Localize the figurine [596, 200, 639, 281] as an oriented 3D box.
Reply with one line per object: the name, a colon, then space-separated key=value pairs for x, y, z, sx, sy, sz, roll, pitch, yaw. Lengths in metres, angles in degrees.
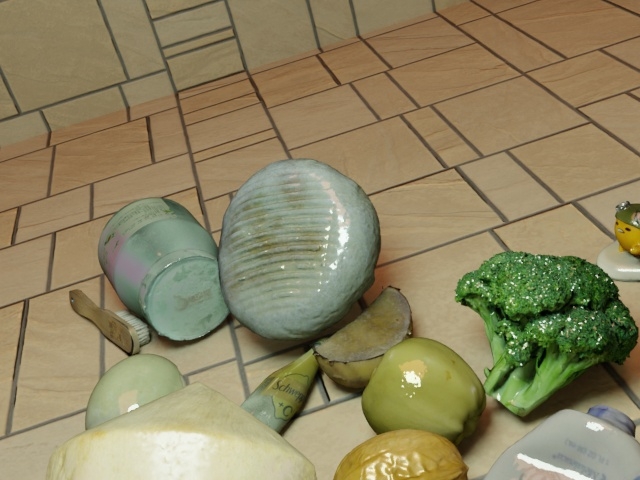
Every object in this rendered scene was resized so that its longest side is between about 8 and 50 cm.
figurine: x=0.654 y=-0.027 z=1.584 sx=0.250 sy=0.141 sz=0.166 roll=-20 pitch=30 yaw=-7

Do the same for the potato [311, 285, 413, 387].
potato: x=0.108 y=0.194 z=1.519 sx=0.138 sy=0.098 sz=0.243 roll=17 pitch=41 yaw=40

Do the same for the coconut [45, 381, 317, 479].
coconut: x=-0.183 y=0.388 z=1.110 sx=0.415 sy=0.344 sz=0.415 roll=-2 pitch=58 yaw=3

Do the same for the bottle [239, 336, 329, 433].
bottle: x=-0.059 y=0.265 z=1.492 sx=0.083 sy=0.083 sz=0.270 roll=9 pitch=38 yaw=34

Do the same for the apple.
apple: x=0.163 y=0.250 z=1.328 sx=0.200 sy=0.200 sz=0.200 roll=-11 pitch=32 yaw=7

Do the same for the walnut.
walnut: x=0.117 y=0.358 z=1.199 sx=0.207 sy=0.159 sz=0.159 roll=-15 pitch=31 yaw=-4

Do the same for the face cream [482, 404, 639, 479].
face cream: x=0.306 y=0.395 z=1.115 sx=0.235 sy=0.137 sz=0.420 roll=24 pitch=57 yaw=33

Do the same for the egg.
egg: x=-0.317 y=0.295 z=1.465 sx=0.183 sy=0.183 sz=0.217 roll=-5 pitch=40 yaw=17

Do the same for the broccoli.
broccoli: x=0.361 y=0.143 z=1.359 sx=0.275 sy=0.308 sz=0.308 roll=-59 pitch=38 yaw=3

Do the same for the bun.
bun: x=-0.040 y=0.024 z=1.604 sx=0.362 sy=0.211 sz=0.361 roll=-9 pitch=69 yaw=24

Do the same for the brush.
brush: x=-0.475 y=0.172 z=1.851 sx=0.065 sy=0.070 sz=0.327 roll=-16 pitch=24 yaw=-38

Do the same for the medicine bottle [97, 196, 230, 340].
medicine bottle: x=-0.327 y=0.064 z=1.781 sx=0.245 sy=0.245 sz=0.290 roll=-27 pitch=33 yaw=-18
